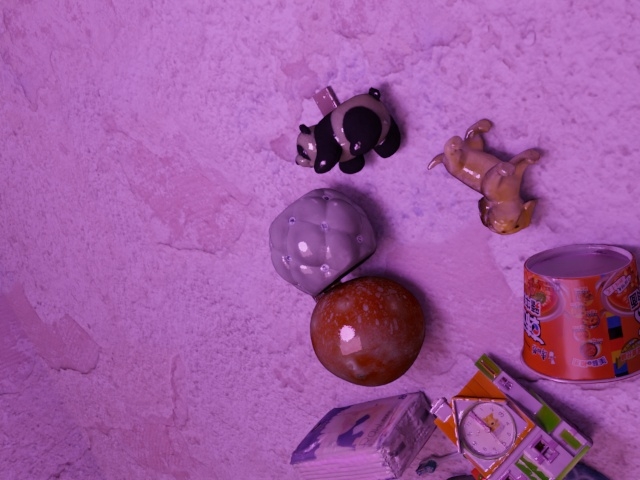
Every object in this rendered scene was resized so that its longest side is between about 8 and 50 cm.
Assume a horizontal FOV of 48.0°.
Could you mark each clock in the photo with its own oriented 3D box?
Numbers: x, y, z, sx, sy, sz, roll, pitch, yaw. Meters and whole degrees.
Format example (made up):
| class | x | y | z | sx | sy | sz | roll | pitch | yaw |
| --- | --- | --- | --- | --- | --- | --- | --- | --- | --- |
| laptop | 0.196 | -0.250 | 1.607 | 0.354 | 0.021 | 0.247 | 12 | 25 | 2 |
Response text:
| class | x | y | z | sx | sy | sz | roll | pitch | yaw |
| --- | --- | --- | --- | --- | --- | --- | --- | --- | --- |
| clock | 0.401 | 0.427 | 1.598 | 0.309 | 0.166 | 0.235 | 41 | 96 | 22 |

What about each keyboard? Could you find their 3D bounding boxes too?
| class | x | y | z | sx | sy | sz | roll | pitch | yaw |
| --- | --- | --- | --- | --- | --- | --- | --- | --- | --- |
| keyboard | 0.043 | -0.259 | 1.590 | 0.055 | 0.017 | 0.166 | -21 | 103 | 48 |

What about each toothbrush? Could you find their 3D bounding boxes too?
| class | x | y | z | sx | sy | sz | roll | pitch | yaw |
| --- | --- | --- | --- | --- | --- | --- | --- | --- | --- |
| toothbrush | 0.398 | 0.529 | 1.799 | 0.418 | 0.040 | 0.042 | -32 | 97 | 40 |

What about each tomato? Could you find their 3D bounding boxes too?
| class | x | y | z | sx | sy | sz | roll | pitch | yaw |
| --- | --- | --- | --- | --- | --- | --- | --- | --- | --- |
| tomato | 0.108 | 0.223 | 1.669 | 0.270 | 0.222 | 0.270 | 5 | 130 | 6 |

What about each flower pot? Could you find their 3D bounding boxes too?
| class | x | y | z | sx | sy | sz | roll | pitch | yaw |
| --- | --- | --- | --- | --- | --- | --- | --- | --- | --- |
| flower pot | 0.000 | 0.000 | 1.634 | 0.195 | 0.246 | 0.246 | 53 | 135 | 5 |

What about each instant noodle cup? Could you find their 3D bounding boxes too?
| class | x | y | z | sx | sy | sz | roll | pitch | yaw |
| --- | --- | --- | --- | --- | --- | --- | --- | --- | --- |
| instant noodle cup | 0.490 | 0.125 | 1.345 | 0.250 | 0.250 | 0.192 | 0 | 108 | 37 |

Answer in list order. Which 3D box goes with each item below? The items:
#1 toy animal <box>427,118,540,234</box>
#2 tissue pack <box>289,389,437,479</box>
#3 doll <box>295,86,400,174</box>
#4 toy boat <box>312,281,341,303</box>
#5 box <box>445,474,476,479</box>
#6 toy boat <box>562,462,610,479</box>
| class | x | y | z | sx | sy | sz | roll | pitch | yaw |
| --- | --- | --- | --- | --- | --- | --- | --- | --- | --- |
| toy animal | 0.328 | -0.118 | 1.396 | 0.233 | 0.121 | 0.168 | 45 | 145 | 10 |
| tissue pack | 0.114 | 0.516 | 1.860 | 0.344 | 0.242 | 0.125 | -23 | 100 | 43 |
| doll | 0.052 | -0.214 | 1.516 | 0.234 | 0.143 | 0.135 | -28 | 75 | 32 |
| toy boat | 0.006 | 0.117 | 1.808 | 0.057 | 0.077 | 0.200 | -32 | 95 | 45 |
| box | 0.399 | 0.674 | 1.810 | 0.129 | 0.148 | 0.210 | 50 | 137 | -10 |
| toy boat | 0.580 | 0.629 | 1.657 | 0.330 | 0.123 | 0.215 | 36 | 134 | 13 |
